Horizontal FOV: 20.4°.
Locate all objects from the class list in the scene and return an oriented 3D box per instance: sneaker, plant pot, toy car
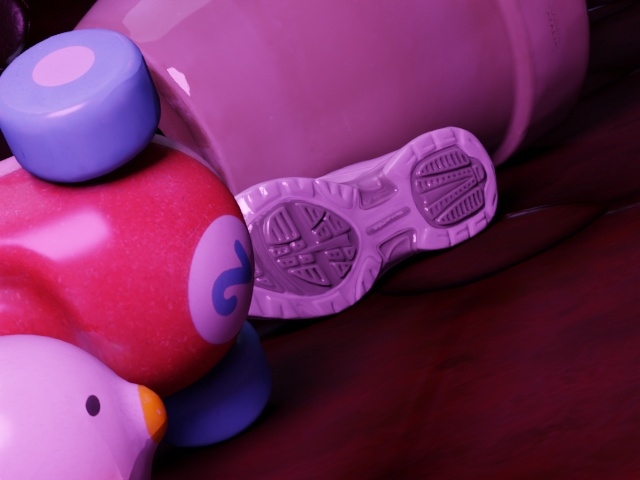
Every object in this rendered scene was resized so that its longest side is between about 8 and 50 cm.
[{"bbox_3d":[0.000,0.000,1.135,0.232,0.090,0.115,-17,0,-32],"label":"sneaker"},{"bbox_3d":[-0.017,-0.137,1.277,0.280,0.323,0.323,-38,16,-26],"label":"plant pot"},{"bbox_3d":[-0.115,0.071,0.788,0.210,0.219,0.238,-21,39,-2],"label":"toy car"}]
